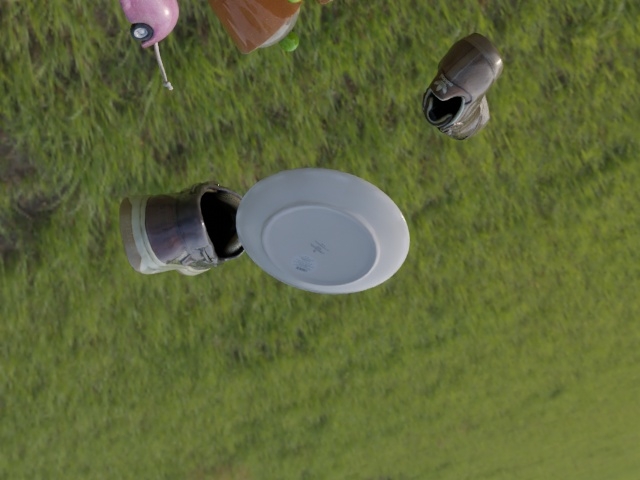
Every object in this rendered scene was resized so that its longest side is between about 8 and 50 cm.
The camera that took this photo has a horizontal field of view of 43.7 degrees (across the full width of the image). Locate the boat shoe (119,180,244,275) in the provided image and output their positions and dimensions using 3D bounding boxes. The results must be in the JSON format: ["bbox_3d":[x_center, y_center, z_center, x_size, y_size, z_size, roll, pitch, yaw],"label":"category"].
[{"bbox_3d":[-0.119,-0.015,0.862,0.092,0.103,0.285,-6,180,12],"label":"boat shoe"}]

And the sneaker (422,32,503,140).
[{"bbox_3d":[0.126,-0.138,0.793,0.071,0.066,0.188,-39,165,-7],"label":"sneaker"}]

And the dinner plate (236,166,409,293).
[{"bbox_3d":[0.000,0.000,0.638,0.141,0.017,0.141,7,137,7],"label":"dinner plate"}]

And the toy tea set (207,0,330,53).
[{"bbox_3d":[0.054,-0.243,0.667,0.124,0.200,0.336,46,148,-24],"label":"toy tea set"}]

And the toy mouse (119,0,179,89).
[{"bbox_3d":[-0.112,-0.176,0.474,0.031,0.161,0.143,-17,170,-1],"label":"toy mouse"}]
